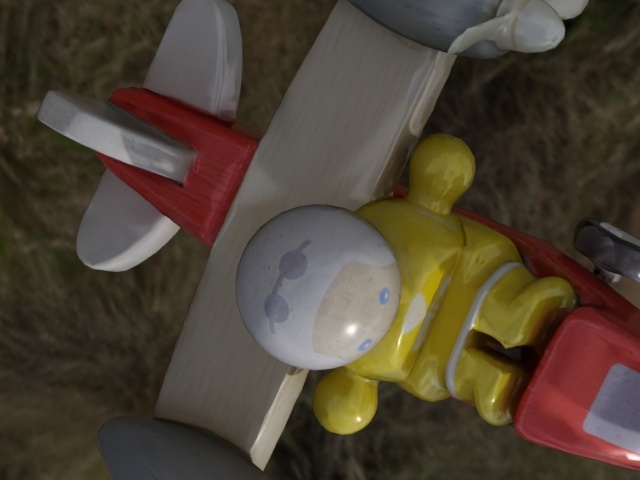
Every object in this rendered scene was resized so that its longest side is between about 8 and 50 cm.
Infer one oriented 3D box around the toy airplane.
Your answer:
[{"bbox_3d":[0.000,0.000,0.959,0.384,0.386,0.272,-18,-179,14],"label":"toy airplane"}]
